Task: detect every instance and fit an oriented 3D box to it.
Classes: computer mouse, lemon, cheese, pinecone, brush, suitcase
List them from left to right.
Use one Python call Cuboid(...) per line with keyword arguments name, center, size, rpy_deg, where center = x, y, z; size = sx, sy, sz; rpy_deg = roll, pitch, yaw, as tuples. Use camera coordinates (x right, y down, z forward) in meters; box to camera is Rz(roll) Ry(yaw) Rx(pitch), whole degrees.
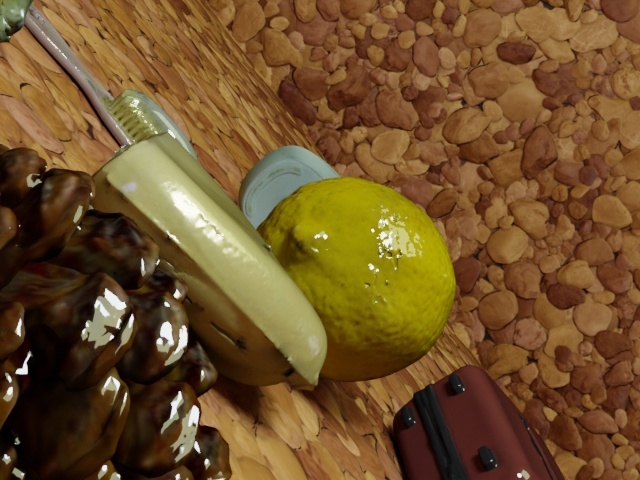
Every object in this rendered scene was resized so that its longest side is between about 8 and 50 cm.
Cuboid(name="pinecone", center=(-0.155, 0.070, 0.538), size=(0.272, 0.224, 0.224), rpy_deg=(51, 9, -33))
Cuboid(name="brush", center=(-0.254, -0.184, 1.406), size=(0.313, 0.067, 0.072), rpy_deg=(50, 11, -4))
Cuboid(name="cheese", center=(-0.105, 0.028, 1.160), size=(0.316, 0.128, 0.259), rpy_deg=(53, 8, -7))
Cuboid(name="computer mouse", center=(0.001, -0.001, 1.631), size=(0.288, 0.159, 0.097), rpy_deg=(51, 12, 6))
Cuboid(name="lemon", center=(0.038, 0.048, 1.393), size=(0.267, 0.267, 0.267), rpy_deg=(50, 10, -13))
Cuboid(name="suitcase", center=(0.226, 0.327, 1.518), size=(0.236, 0.161, 0.297), rpy_deg=(49, 9, -24))

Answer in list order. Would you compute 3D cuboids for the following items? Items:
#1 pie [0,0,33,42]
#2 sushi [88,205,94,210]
Cuboid(name="pie", center=(-0.325, -0.255, 0.747), size=(0.371, 0.296, 0.078), rpy_deg=(16, -17, -17))
Cuboid(name="sushi", center=(-0.178, 0.032, 0.861), size=(0.134, 0.109, 0.273), rpy_deg=(52, 9, -9))
